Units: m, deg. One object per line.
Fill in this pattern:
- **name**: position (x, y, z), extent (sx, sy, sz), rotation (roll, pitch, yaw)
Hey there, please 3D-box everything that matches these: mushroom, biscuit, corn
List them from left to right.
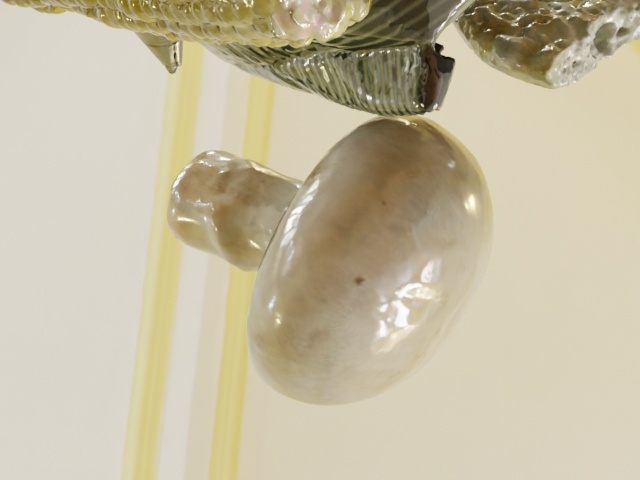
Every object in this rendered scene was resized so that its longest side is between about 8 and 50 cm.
- **corn**: position (-0.083, -0.133, 0.660), extent (0.086, 0.086, 0.288), rotation (-39, -146, -24)
- **mushroom**: position (0.018, -0.001, 1.006), extent (0.206, 0.206, 0.209), rotation (-21, -128, -19)
- **biscuit**: position (0.182, -0.190, 1.078), extent (0.188, 0.040, 0.265), rotation (9, -135, 18)

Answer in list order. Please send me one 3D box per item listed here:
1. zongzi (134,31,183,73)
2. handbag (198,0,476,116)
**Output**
- **zongzi**: position (-0.132, -0.243, 1.167), extent (0.078, 0.176, 0.160), rotation (-2, -123, 28)
- **handbag**: position (0.050, -0.234, 0.917), extent (0.341, 0.240, 0.247), rotation (-44, -57, -2)
